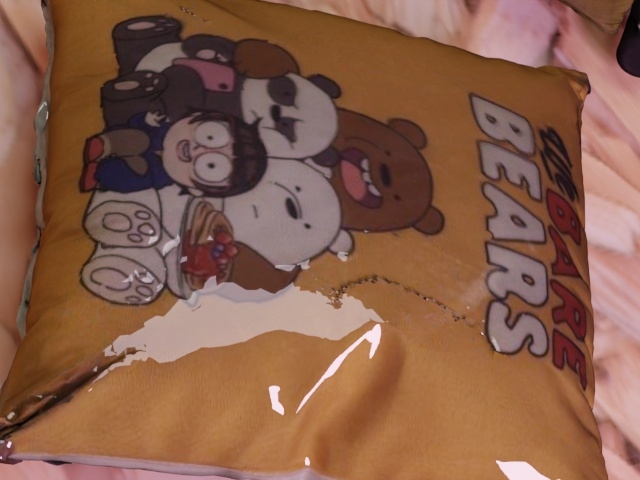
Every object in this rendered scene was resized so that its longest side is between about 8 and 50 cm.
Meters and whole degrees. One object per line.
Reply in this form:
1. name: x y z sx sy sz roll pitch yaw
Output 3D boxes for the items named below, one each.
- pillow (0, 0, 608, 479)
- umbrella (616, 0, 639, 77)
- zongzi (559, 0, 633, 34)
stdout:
1. pillow: 0.000 0.000 0.963 0.312 0.119 0.310 12 48 -14
2. umbrella: 0.229 -0.190 1.258 0.052 0.053 0.250 23 50 2
3. zongzi: 0.140 -0.245 1.217 0.204 0.094 0.205 22 58 25
